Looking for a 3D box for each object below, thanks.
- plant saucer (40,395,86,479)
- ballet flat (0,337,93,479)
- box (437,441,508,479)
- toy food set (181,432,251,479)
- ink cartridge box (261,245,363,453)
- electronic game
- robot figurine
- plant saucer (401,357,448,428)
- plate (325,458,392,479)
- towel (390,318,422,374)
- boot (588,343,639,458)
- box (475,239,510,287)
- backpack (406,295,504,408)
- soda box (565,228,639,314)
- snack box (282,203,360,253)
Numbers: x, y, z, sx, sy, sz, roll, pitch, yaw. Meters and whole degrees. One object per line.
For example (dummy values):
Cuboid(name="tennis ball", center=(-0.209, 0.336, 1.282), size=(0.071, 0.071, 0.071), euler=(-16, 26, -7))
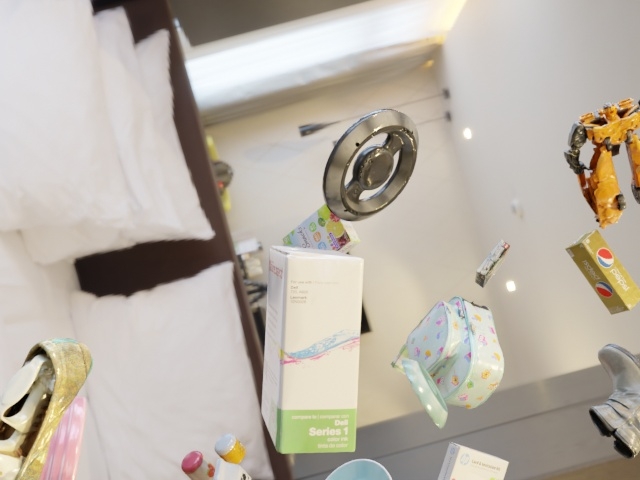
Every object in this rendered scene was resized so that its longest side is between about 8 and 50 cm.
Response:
Cuboid(name="plant saucer", center=(-0.597, 0.512, 1.622), size=(0.332, 0.084, 0.332), euler=(-167, -90, -71))
Cuboid(name="ballet flat", center=(-0.502, 0.318, 1.201), size=(0.348, 0.123, 0.123), euler=(-64, 177, -6))
Cuboid(name="box", center=(0.290, 0.513, 1.455), size=(0.038, 0.145, 0.186), euler=(5, -107, 59))
Cuboid(name="toy food set", center=(-0.181, 0.372, 1.072), size=(0.104, 0.111, 0.232), euler=(57, 21, -30))
Cuboid(name="ink cartridge box", center=(-0.017, 0.152, 1.093), size=(0.201, 0.117, 0.278), euler=(-167, -100, -79))
Cuboid(name="electronic game", center=(0.097, -0.138, 1.360), size=(0.048, 0.229, 0.229), euler=(40, -25, 39))
Cuboid(name="robot figurine", center=(0.623, -0.168, 1.523), size=(0.085, 0.211, 0.291), euler=(-92, 160, -55))
Cuboid(name="plant saucer", center=(0.161, 0.225, 1.094), size=(0.119, 0.021, 0.119), euler=(57, 8, -13))
Cuboid(name="plate", center=(0.058, 0.476, 1.268), size=(0.024, 0.188, 0.188), euler=(44, 17, -33))
Cuboid(name="towel", center=(0.266, 0.295, 1.945), size=(0.113, 0.152, 0.023), euler=(32, 2, -29))
Cuboid(name="boot", center=(0.657, 0.346, 1.601), size=(0.083, 0.161, 0.246), euler=(89, -23, -47))
Cuboid(name="box", center=(0.399, 0.056, 1.690), size=(0.027, 0.094, 0.137), euler=(38, -4, 17))
Cuboid(name="backpack", center=(0.256, 0.217, 1.374), size=(0.166, 0.144, 0.188), euler=(-53, -147, 33))
Cuboid(name="soda box", center=(0.622, 0.070, 1.590), size=(0.181, 0.061, 0.058), euler=(55, -27, 0))
Cuboid(name="snack box", center=(0.000, 0.000, 1.443), size=(0.037, 0.141, 0.100), euler=(7, 51, -53))
